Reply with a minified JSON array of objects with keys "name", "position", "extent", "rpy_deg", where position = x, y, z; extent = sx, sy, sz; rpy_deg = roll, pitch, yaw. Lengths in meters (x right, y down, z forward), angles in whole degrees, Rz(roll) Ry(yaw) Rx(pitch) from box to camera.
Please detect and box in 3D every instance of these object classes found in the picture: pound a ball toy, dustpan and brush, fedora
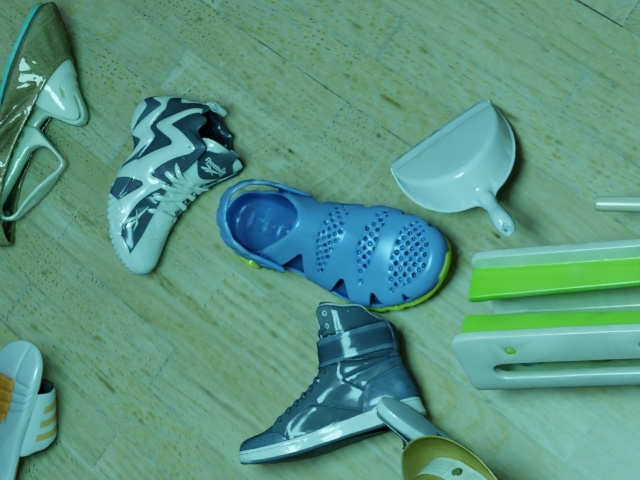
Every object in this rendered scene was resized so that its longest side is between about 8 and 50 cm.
[{"name":"pound a ball toy","position":[0.323,0.058,1.754],"extent":[0.319,0.136,0.208],"rpy_deg":[-5,49,27]},{"name":"dustpan and brush","position":[0.174,-0.067,1.862],"extent":[0.147,0.060,0.211],"rpy_deg":[-35,26,4]},{"name":"fedora","position":[0.136,0.300,1.738],"extent":[0.079,0.194,0.194],"rpy_deg":[-33,54,-30]}]

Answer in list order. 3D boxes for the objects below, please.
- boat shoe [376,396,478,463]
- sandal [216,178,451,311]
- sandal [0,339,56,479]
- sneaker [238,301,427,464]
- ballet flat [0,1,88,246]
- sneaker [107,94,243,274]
[{"name":"boat shoe","position":[0.114,0.226,1.810],"extent":[0.142,0.049,0.040],"rpy_deg":[36,109,-10]},{"name":"sandal","position":[0.000,0.000,1.920],"extent":[0.317,0.138,0.126],"rpy_deg":[10,79,28]},{"name":"sandal","position":[-0.384,0.248,2.098],"extent":[0.102,0.076,0.265],"rpy_deg":[34,114,45]},{"name":"sneaker","position":[-0.005,0.162,1.895],"extent":[0.226,0.086,0.163],"rpy_deg":[-21,78,11]},{"name":"ballet flat","position":[-0.386,-0.143,2.190],"extent":[0.124,0.116,0.342],"rpy_deg":[24,89,11]},{"name":"sneaker","position":[-0.172,-0.073,2.054],"extent":[0.153,0.094,0.235],"rpy_deg":[-2,65,36]}]
